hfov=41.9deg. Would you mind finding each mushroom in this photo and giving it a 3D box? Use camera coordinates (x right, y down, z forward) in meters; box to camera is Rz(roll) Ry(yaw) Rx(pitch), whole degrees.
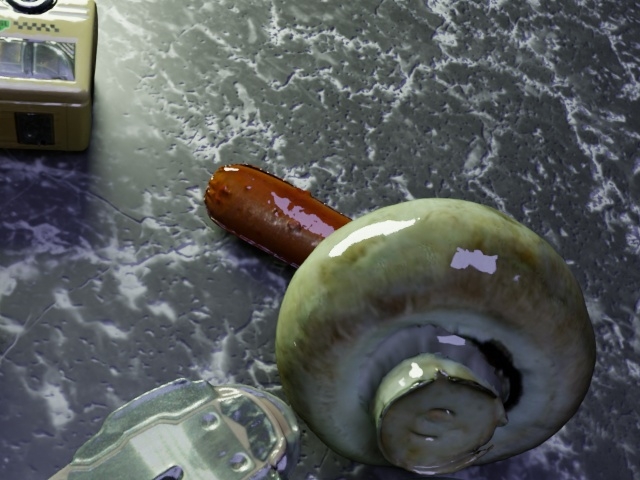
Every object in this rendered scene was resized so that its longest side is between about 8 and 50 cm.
[{"bbox_3d":[0.126,0.117,0.920,0.352,0.352,0.260,11,29,-8],"label":"mushroom"}]

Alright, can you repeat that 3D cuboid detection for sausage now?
[{"bbox_3d":[0.000,0.000,1.094,0.330,0.102,0.102,31,58,6],"label":"sausage"}]

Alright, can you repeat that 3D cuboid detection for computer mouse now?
[{"bbox_3d":[-0.187,0.292,0.872,0.389,0.115,0.199,-30,55,-20],"label":"computer mouse"}]

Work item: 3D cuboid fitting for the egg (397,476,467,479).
[{"bbox_3d":[0.113,0.349,0.862,0.282,0.203,0.203,0,61,-22],"label":"egg"}]

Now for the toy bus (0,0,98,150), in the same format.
[{"bbox_3d":[-0.471,-0.222,1.057,0.365,0.177,0.202,1,67,-15],"label":"toy bus"}]
